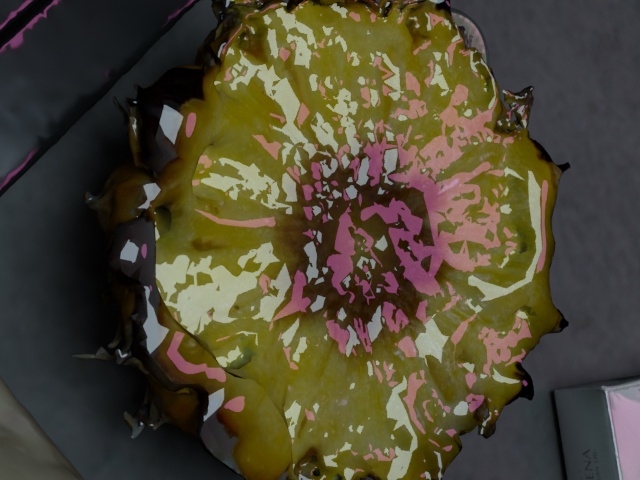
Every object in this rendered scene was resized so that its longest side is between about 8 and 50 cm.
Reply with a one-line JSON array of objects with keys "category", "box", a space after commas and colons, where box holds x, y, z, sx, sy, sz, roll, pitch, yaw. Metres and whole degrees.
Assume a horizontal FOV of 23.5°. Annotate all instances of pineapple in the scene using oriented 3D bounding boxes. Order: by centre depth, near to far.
[{"category": "pineapple", "box": [0.000, 0.000, 0.597, 0.224, 0.076, 0.225, 2, 87, -34]}]

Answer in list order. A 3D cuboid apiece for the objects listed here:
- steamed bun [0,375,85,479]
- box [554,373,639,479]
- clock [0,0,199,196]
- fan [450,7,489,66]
[{"category": "steamed bun", "box": [-0.180, 0.123, 0.351, 0.206, 0.275, 0.320, 46, 23, 6]}, {"category": "box", "box": [0.184, 0.098, 0.729, 0.154, 0.040, 0.084, -7, 85, -35]}, {"category": "clock", "box": [-0.165, -0.148, 0.523, 0.273, 0.049, 0.279, 50, 61, -18]}, {"category": "fan", "box": [0.060, -0.071, 0.689, 0.080, 0.003, 0.060, 51, 61, -17]}]
